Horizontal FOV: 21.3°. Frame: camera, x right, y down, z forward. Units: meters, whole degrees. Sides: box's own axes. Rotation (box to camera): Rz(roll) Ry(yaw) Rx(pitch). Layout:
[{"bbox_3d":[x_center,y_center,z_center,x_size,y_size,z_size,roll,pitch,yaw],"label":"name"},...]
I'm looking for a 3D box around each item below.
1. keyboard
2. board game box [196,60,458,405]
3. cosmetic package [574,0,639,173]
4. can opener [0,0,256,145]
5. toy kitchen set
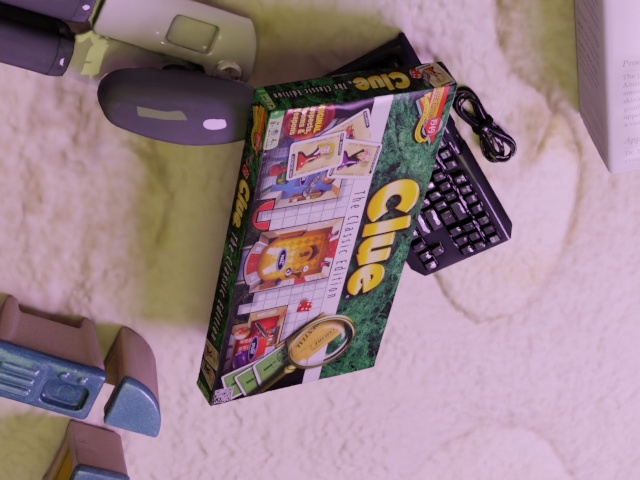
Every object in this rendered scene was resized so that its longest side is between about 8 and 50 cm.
[{"bbox_3d":[0.075,-0.058,1.150,0.108,0.023,0.180,-27,125,9],"label":"keyboard"},{"bbox_3d":[0.000,0.000,1.127,0.136,0.030,0.259,-14,137,-28],"label":"board game box"},{"bbox_3d":[0.222,-0.163,1.065,0.117,0.085,0.231,-10,123,-3],"label":"cosmetic package"},{"bbox_3d":[-0.161,-0.125,1.016,0.283,0.095,0.076,13,118,-27],"label":"can opener"},{"bbox_3d":[-0.225,0.140,1.175,0.207,0.122,0.166,18,119,-20],"label":"toy kitchen set"}]
